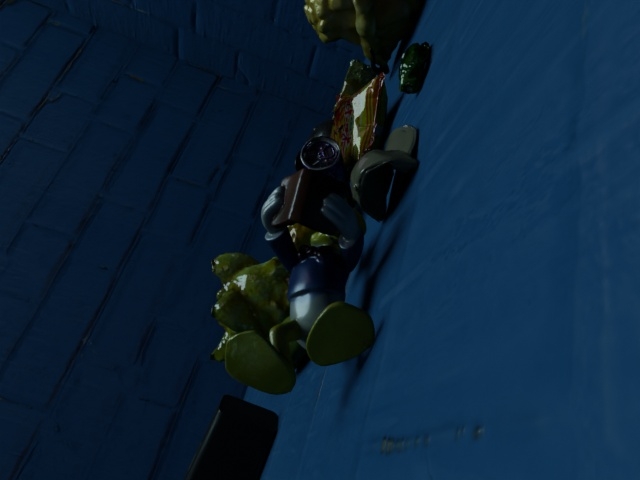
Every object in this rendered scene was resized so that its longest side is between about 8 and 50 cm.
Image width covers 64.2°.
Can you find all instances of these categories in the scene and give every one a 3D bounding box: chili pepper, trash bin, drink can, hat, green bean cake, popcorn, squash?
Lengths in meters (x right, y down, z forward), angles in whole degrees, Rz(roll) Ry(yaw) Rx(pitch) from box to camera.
[{"bbox_3d":[0.185,-0.357,1.018,0.182,0.050,0.073,-72,-1,-50],"label":"chili pepper"},{"bbox_3d":[-0.213,0.514,1.234,0.115,0.165,0.225,-96,29,-80],"label":"trash bin"},{"bbox_3d":[0.021,-0.151,1.257,0.235,0.097,0.097,66,-140,-65],"label":"drink can"},{"bbox_3d":[0.096,-0.124,0.844,0.147,0.085,0.175,114,173,-46],"label":"hat"},{"bbox_3d":[0.124,-0.514,1.865,0.236,0.124,0.233,-75,6,-49],"label":"green bean cake"},{"bbox_3d":[0.134,-0.667,1.481,0.349,0.349,0.382,-82,-25,-67],"label":"popcorn"},{"bbox_3d":[-0.182,0.197,1.469,0.325,0.290,0.321,26,-113,-72],"label":"popcorn"},{"bbox_3d":[-0.056,0.216,1.120,0.341,0.094,0.094,119,170,-55],"label":"squash"}]

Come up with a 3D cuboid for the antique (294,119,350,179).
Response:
[{"bbox_3d":[0.018,-0.269,1.701,0.255,0.185,0.322,-86,21,-77],"label":"antique"}]

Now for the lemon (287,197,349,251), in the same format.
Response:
[{"bbox_3d":[-0.019,-0.039,1.150,0.257,0.188,0.188,-64,-3,-61],"label":"lemon"}]

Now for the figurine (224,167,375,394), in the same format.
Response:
[{"bbox_3d":[-0.018,0.029,0.794,0.338,0.204,0.284,-54,-45,-74],"label":"figurine"}]

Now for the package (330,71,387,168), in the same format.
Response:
[{"bbox_3d":[0.097,-0.280,1.263,0.288,0.108,0.223,-157,72,-70],"label":"package"}]
